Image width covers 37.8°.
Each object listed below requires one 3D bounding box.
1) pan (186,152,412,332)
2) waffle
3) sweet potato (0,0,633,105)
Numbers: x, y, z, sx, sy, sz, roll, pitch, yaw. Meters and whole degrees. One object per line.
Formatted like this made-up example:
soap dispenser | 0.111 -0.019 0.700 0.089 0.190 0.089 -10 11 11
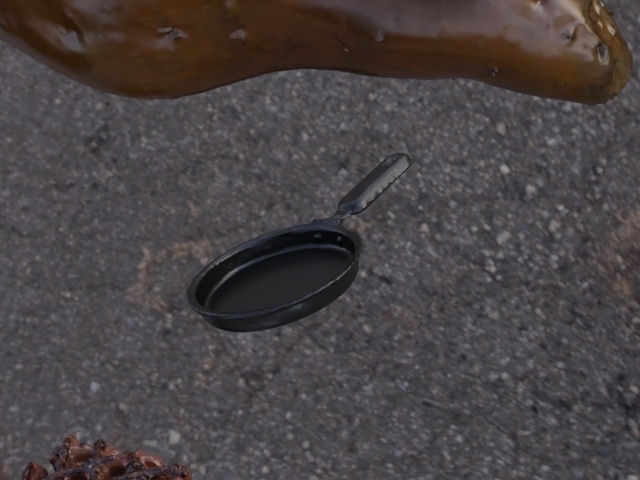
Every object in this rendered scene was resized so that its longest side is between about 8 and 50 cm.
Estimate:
pan | 0.000 0.000 0.723 0.136 0.028 0.235 8 38 46
waffle | -0.226 0.268 0.822 0.221 0.055 0.234 9 37 33
sweet potato | -0.065 -0.109 0.359 0.359 0.112 0.112 13 78 22
